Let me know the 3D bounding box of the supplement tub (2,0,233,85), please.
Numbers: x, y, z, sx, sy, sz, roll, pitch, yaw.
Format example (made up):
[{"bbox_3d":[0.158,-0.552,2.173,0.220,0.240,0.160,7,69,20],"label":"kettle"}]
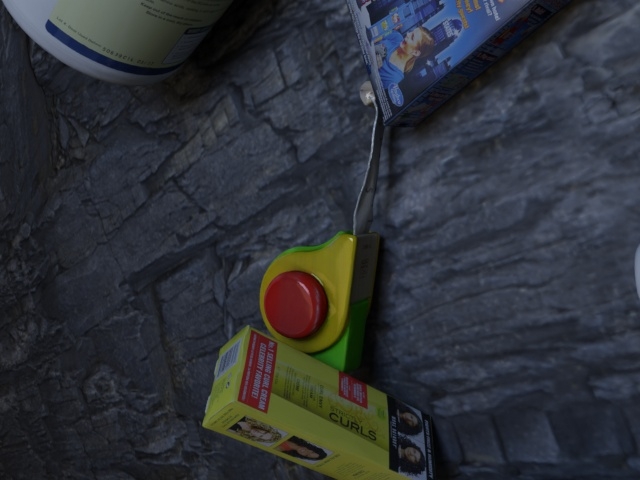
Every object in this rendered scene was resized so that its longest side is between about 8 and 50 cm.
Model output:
[{"bbox_3d":[-0.175,-0.348,0.591,0.325,0.235,0.235,-34,76,38],"label":"supplement tub"}]

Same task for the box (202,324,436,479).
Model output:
[{"bbox_3d":[0.007,0.173,0.543,0.232,0.087,0.058,31,128,-20],"label":"box"}]

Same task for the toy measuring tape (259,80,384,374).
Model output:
[{"bbox_3d":[0.000,0.000,0.594,0.121,0.121,0.330,12,99,38],"label":"toy measuring tape"}]

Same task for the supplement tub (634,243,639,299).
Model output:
[{"bbox_3d":[0.284,0.026,0.387,0.107,0.071,0.071,-11,91,40],"label":"supplement tub"}]

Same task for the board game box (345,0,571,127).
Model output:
[{"bbox_3d":[0.118,-0.225,0.486,0.194,0.060,0.194,-19,86,39],"label":"board game box"}]
